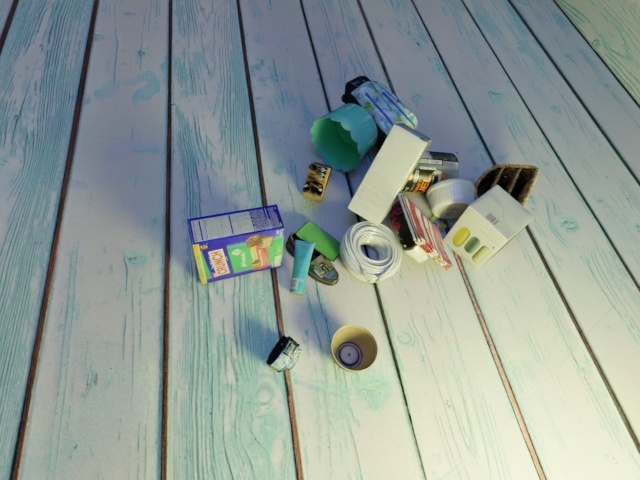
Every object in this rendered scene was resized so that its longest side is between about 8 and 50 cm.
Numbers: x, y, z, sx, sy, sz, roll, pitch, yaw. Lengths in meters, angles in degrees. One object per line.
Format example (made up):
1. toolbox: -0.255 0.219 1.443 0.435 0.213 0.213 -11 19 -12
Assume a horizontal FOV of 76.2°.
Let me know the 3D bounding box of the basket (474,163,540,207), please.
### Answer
1. basket: 0.815 -0.230 1.858 0.214 0.223 0.299 33 60 10

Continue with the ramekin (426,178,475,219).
1. ramekin: 0.579 -0.175 1.801 0.207 0.207 0.108 2 68 -8

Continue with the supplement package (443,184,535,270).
1. supplement package: 0.690 -0.048 1.700 0.198 0.262 0.199 -33 69 -25

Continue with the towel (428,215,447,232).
1. towel: 0.526 -0.074 1.839 0.060 0.009 0.083 -36 71 -26

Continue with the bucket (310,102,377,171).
1. bucket: 0.113 -0.474 1.867 0.281 0.281 0.183 38 59 13

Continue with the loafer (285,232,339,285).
1. loafer: -0.034 0.073 1.610 0.268 0.084 0.096 40 61 15

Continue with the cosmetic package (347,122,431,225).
1. cosmetic package: 0.285 -0.274 1.672 0.156 0.384 0.217 31 22 8

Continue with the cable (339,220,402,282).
1. cable: 0.205 0.045 1.656 0.257 0.089 0.257 -27 70 -31

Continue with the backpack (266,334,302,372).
1. backpack: -0.121 0.393 1.390 0.084 0.105 0.114 41 69 -8

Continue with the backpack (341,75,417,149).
1. backpack: 0.288 -0.581 1.953 0.274 0.290 0.355 -24 71 -3

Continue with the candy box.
1. candy box: -0.302 0.017 1.492 0.318 0.268 0.122 -11 58 -15

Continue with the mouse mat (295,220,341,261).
1. mouse mat: 0.000 0.000 1.655 0.190 0.007 0.152 36 33 4

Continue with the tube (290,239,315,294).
1. tube: -0.075 0.101 1.564 0.080 0.052 0.206 8 78 8

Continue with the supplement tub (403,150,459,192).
1. supplement tub: 0.450 -0.315 1.866 0.316 0.193 0.193 3 58 -7

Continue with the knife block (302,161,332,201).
1. knife block: -0.004 -0.293 1.746 0.088 0.242 0.275 17 57 0

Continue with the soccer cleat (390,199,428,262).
1. soccer cleat: 0.382 -0.041 1.750 0.116 0.143 0.331 -27 37 23

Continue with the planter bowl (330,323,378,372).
1. planter bowl: 0.108 0.388 1.427 0.162 0.109 0.162 5 58 -8

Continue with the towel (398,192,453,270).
1. towel: 0.426 -0.034 1.644 0.037 0.329 0.236 -30 53 24
